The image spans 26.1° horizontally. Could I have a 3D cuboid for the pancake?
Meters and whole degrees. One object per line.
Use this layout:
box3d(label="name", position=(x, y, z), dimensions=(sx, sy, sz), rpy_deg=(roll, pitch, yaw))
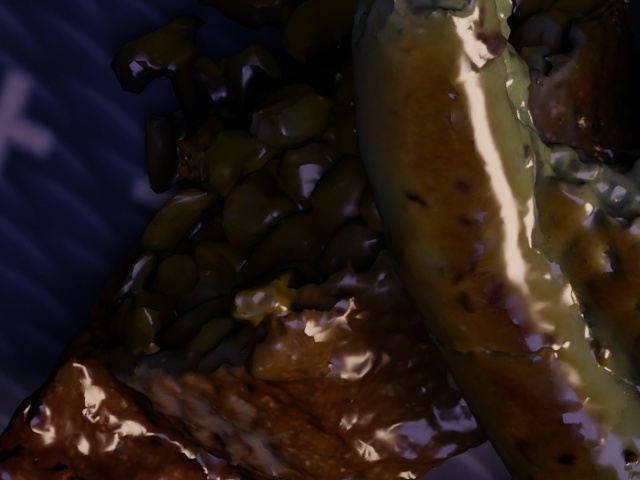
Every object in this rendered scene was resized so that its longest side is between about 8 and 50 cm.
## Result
box3d(label="pancake", position=(0.141, 0.060, 0.420), dimensions=(0.376, 0.054, 0.197), rpy_deg=(42, 130, -1))

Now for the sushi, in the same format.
box3d(label="sushi", position=(0.002, -0.003, 0.550), dimensions=(0.296, 0.167, 0.179), rpy_deg=(-33, 123, 15))
